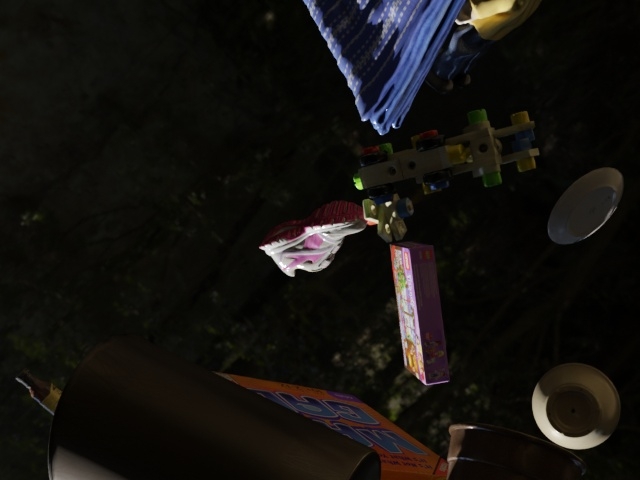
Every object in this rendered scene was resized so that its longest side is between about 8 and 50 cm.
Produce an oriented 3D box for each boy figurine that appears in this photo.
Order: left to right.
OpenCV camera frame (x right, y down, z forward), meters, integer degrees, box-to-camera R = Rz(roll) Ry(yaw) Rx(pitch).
[{"bbox_3d":[0.233,-0.318,1.125,0.092,0.285,0.177,48,-139,13],"label":"boy figurine"}]

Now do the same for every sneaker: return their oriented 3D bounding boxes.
[{"bbox_3d":[0.000,0.000,1.801,0.111,0.252,0.103,58,-146,-20],"label":"sneaker"}]

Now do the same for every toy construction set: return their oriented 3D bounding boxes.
[{"bbox_3d":[0.184,-0.116,1.404,0.215,0.328,0.151,-17,-101,-60],"label":"toy construction set"}]

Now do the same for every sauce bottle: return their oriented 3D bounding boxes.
[{"bbox_3d":[-0.477,0.274,1.503,0.128,0.042,0.042,45,-160,-12],"label":"sauce bottle"}]

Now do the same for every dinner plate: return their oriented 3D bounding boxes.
[{"bbox_3d":[0.403,-0.047,1.285,0.141,0.141,0.017,26,-161,-46],"label":"dinner plate"}]

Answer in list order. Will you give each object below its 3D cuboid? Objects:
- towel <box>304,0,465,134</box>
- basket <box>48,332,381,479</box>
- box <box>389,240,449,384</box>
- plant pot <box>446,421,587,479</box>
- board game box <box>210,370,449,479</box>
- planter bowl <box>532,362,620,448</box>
[{"bbox_3d":[0.055,-0.295,0.858,0.040,0.243,0.336,6,-140,-29],"label":"towel"},{"bbox_3d":[-0.078,0.195,0.699,0.227,0.204,0.154,16,-133,21],"label":"basket"},{"bbox_3d":[0.214,0.151,1.878,0.201,0.057,0.293,-165,67,-82],"label":"box"},{"bbox_3d":[0.209,0.320,1.002,0.167,0.167,0.165,35,-116,-32],"label":"plant pot"},{"bbox_3d":[-0.042,0.468,1.441,0.356,0.356,0.356,16,-176,-34],"label":"board game box"},{"bbox_3d":[0.469,0.309,1.577,0.162,0.162,0.109,54,-168,16],"label":"planter bowl"}]
